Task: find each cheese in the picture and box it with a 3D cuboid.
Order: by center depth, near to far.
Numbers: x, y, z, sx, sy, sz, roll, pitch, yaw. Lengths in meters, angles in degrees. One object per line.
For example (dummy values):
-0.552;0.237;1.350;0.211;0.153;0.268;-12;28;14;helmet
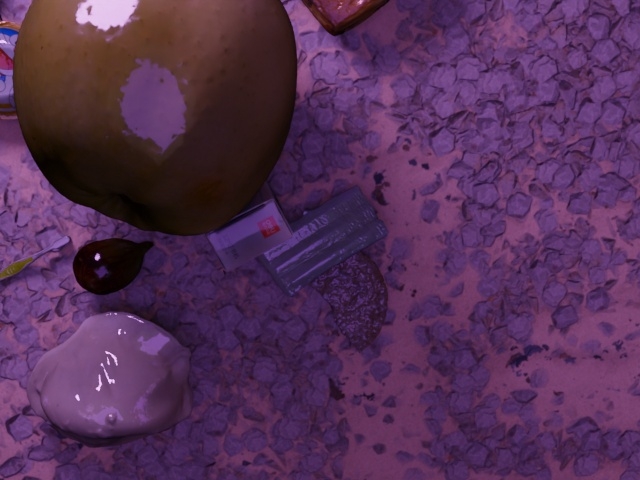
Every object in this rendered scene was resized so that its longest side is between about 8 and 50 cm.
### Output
-0.589;-0.282;1.572;0.270;0.069;0.177;-28;104;-2;cheese

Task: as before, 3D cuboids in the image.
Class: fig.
-0.383;0.038;1.662;0.155;0.103;0.109;-36;61;-28;fig

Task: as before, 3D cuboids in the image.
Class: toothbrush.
-0.586;0.058;1.678;0.263;0.026;0.022;-29;97;1;toothbrush

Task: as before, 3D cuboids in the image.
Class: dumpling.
-0.395;0.255;1.655;0.318;0.187;0.242;6;105;-3;dumpling

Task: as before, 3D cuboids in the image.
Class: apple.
-0.258;-0.241;1.418;0.474;0.473;0.473;-1;102;-5;apple

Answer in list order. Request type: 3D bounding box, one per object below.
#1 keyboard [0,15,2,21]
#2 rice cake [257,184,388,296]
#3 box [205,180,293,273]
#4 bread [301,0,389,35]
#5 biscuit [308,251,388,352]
-0.588;-0.346;1.601;0.064;0.010;0.198;-17;103;-3;keyboard
0.000;0.000;1.688;0.237;0.043;0.127;-34;88;-6;rice cake
-0.132;-0.034;1.577;0.135;0.269;0.079;-29;104;0;box
0.054;-0.506;1.585;0.235;0.099;0.210;-36;101;9;bread
0.055;0.088;1.741;0.133;0.032;0.250;-35;102;1;biscuit
